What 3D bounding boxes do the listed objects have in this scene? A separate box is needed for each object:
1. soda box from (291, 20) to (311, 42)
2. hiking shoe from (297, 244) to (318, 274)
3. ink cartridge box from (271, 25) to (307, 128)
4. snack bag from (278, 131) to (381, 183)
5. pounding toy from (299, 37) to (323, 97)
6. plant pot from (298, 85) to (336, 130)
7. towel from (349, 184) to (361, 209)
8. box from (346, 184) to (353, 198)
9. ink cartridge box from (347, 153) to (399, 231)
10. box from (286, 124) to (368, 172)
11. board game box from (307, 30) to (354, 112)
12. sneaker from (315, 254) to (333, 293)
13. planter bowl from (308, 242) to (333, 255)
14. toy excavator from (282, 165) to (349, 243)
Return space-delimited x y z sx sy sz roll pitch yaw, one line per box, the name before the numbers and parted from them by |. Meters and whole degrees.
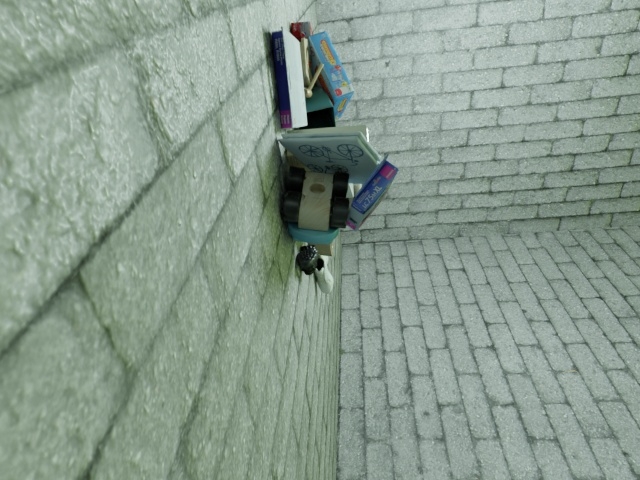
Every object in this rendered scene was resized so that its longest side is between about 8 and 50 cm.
soda box | -0.075 -0.944 2.030 0.263 0.092 0.083 2 85 -84
hiking shoe | -0.043 0.092 1.730 0.227 0.086 0.114 -72 154 -76
ink cartridge box | -0.118 -0.579 1.553 0.330 0.071 0.324 -63 149 -72
snack bag | 0.069 -0.282 1.498 0.342 0.323 0.037 34 67 -53
pounding toy | -0.051 -0.743 1.839 0.154 0.154 0.270 -12 98 -79
plant pot | -0.035 -0.581 1.910 0.165 0.165 0.234 78 -2 -50
towel | 0.071 -0.188 2.092 0.049 0.282 0.187 -6 99 -61
box | 0.034 -0.358 2.026 0.168 0.215 0.345 67 19 -45
ink cartridge box | 0.171 -0.150 1.432 0.186 0.065 0.311 -50 170 -11
box | 0.032 -0.350 1.647 0.148 0.311 0.121 72 16 -66
board game box | 0.022 -0.743 1.979 0.308 0.086 0.302 66 -13 2
sneaker | 0.003 0.172 2.176 0.115 0.090 0.232 -39 116 -74
planter bowl | 0.000 0.000 2.065 0.162 0.109 0.162 -4 90 -84
toy excavator | -0.024 -0.089 1.658 0.433 0.222 0.445 -84 -178 -45
